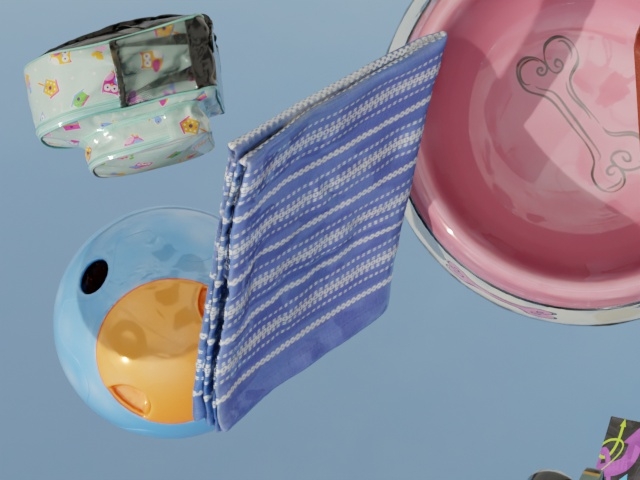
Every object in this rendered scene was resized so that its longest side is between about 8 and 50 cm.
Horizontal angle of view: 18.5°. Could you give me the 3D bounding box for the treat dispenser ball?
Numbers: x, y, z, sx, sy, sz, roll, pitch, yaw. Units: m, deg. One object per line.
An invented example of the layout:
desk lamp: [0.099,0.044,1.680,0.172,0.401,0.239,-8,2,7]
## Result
treat dispenser ball: [-0.185,0.101,2.423,0.288,0.288,0.288,10,-154,-5]

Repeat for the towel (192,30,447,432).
towel: [0.000,0.000,1.654,0.040,0.336,0.243,39,-128,25]

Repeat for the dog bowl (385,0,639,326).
dog bowl: [0.249,-0.117,1.837,0.408,0.408,0.150,15,-176,7]

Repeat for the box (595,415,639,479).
box: [0.358,0.287,2.238,0.029,0.162,0.116,24,168,-40]

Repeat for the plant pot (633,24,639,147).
plant pot: [0.359,-0.104,1.336,0.235,0.267,0.267,21,-123,27]

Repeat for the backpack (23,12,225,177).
backpack: [-0.190,-0.137,1.905,0.188,0.144,0.166,-6,176,-1]

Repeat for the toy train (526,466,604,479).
toy train: [0.231,0.349,1.980,0.190,0.142,0.334,10,-144,22]
